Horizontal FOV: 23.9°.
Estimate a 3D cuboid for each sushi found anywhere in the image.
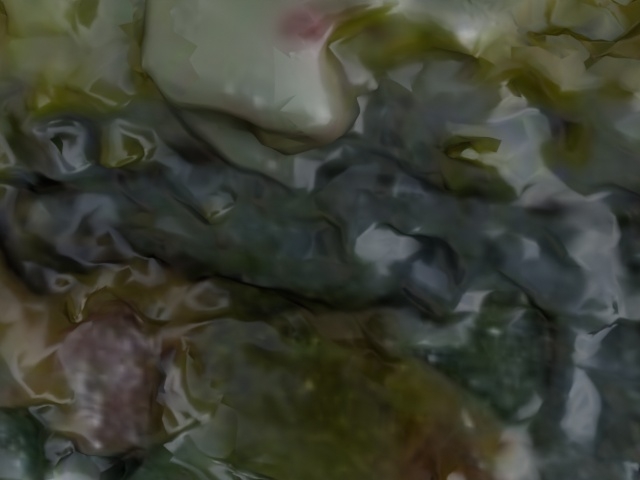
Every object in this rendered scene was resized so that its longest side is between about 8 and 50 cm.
[{"bbox_3d":[0.000,0.000,0.616,0.240,0.397,0.351,-70,161,-53],"label":"sushi"}]
